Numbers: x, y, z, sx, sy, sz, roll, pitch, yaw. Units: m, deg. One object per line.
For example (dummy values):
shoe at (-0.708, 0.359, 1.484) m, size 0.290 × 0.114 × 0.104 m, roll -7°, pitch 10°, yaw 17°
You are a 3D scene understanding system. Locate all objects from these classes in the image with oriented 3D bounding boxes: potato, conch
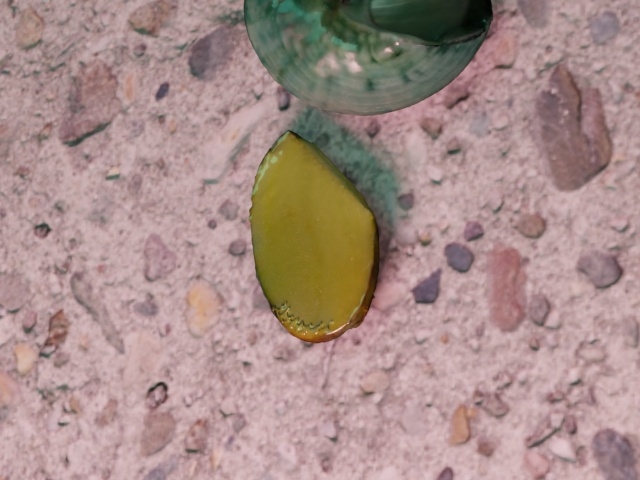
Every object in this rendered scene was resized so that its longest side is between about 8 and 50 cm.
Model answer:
potato at (0.000, 0.000, 1.566) m, size 0.119 × 0.054 × 0.198 m, roll -37°, pitch 55°, yaw 17°
conch at (0.030, -0.197, 1.574) m, size 0.196 × 0.134 × 0.202 m, roll -6°, pitch 57°, yaw -17°
